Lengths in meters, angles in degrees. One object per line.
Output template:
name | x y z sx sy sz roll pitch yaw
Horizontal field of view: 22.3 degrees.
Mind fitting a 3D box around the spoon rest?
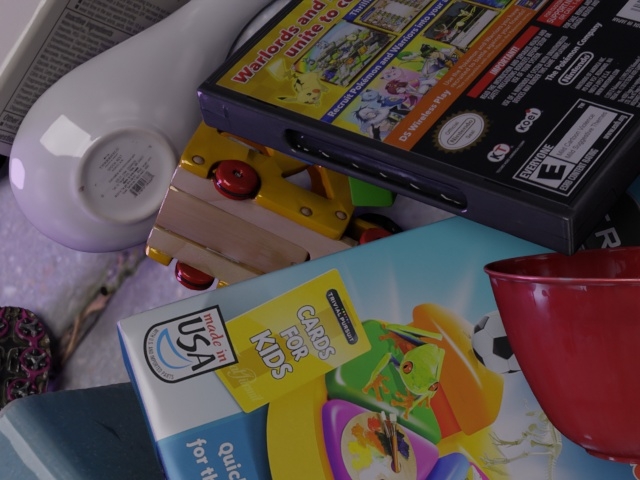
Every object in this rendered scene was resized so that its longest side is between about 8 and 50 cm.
spoon rest | -0.099 -0.104 1.135 0.276 0.137 0.084 -44 32 4

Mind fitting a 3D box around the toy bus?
toy bus | -0.009 -0.009 1.063 0.191 0.202 0.104 -11 32 26

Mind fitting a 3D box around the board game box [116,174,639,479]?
board game box | 0.085 0.118 0.907 0.336 0.079 0.254 -18 71 -10

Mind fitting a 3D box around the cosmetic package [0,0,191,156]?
cosmetic package | -0.155 -0.208 1.148 0.113 0.160 0.309 37 100 29

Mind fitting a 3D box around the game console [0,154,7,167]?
game console | -0.386 -0.007 1.314 0.361 0.044 0.213 -31 70 22

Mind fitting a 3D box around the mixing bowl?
mixing bowl | 0.175 0.056 0.818 0.181 0.181 0.098 -2 94 29

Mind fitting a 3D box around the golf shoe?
golf shoe | -0.236 0.138 1.189 0.086 0.067 0.186 117 156 -56

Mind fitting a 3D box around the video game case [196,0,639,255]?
video game case | 0.107 -0.122 0.961 0.248 0.035 0.275 22 52 30

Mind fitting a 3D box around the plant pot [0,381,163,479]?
plant pot | -0.124 0.264 1.020 0.252 0.247 0.248 45 105 15
